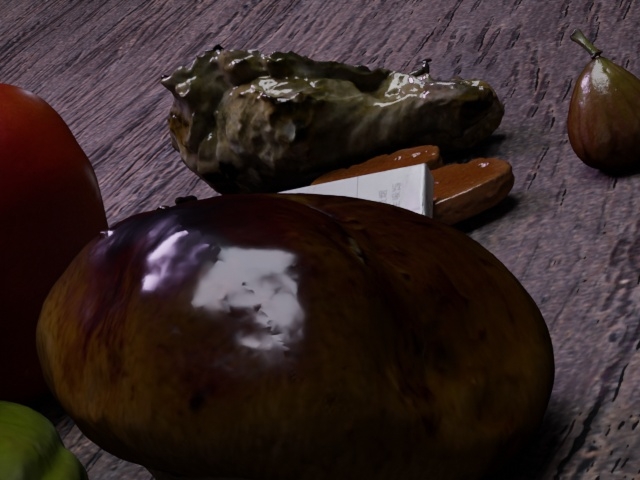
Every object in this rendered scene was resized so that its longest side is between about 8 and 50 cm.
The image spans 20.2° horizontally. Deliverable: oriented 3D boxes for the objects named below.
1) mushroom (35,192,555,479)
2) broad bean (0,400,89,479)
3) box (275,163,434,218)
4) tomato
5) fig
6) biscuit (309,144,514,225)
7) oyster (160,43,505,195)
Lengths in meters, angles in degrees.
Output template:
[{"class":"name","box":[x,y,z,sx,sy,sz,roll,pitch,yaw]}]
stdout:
[{"class":"mushroom","box":[-0.031,0.099,1.129,0.345,0.259,0.345,8,5,-1]},{"class":"broad bean","box":[-0.285,0.186,1.235,0.238,0.119,0.291,-34,23,-36]},{"class":"box","box":[0.000,0.000,1.535,0.198,0.029,0.109,-11,51,21]},{"class":"tomato","box":[-0.312,0.013,1.477,0.299,0.298,0.226,-13,-1,17]},{"class":"fig","box":[0.249,-0.125,1.563,0.089,0.125,0.089,-19,14,5]},{"class":"biscuit","box":[0.080,-0.042,1.627,0.186,0.036,0.192,-21,20,4]},{"class":"oyster","box":[0.012,-0.115,1.771,0.337,0.133,0.198,-9,-20,6]}]
